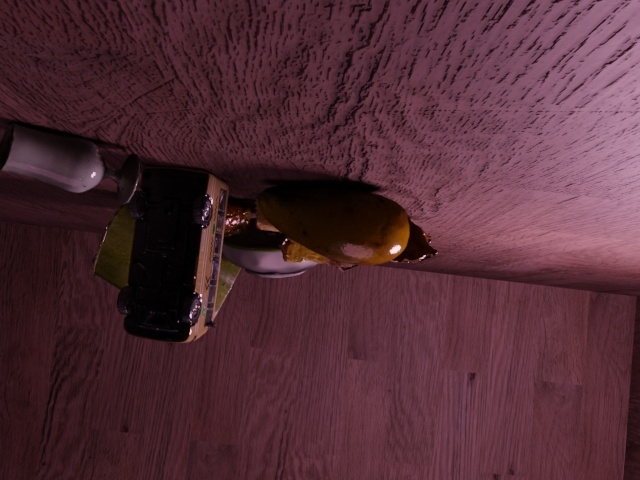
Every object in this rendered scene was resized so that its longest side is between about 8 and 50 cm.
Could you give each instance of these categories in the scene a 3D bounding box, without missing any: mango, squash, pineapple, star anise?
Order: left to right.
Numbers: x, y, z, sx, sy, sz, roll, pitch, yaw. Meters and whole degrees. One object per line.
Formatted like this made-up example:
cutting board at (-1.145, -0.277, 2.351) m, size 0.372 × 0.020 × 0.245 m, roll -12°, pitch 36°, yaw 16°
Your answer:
squash at (-0.440, 0.067, 2.090) m, size 0.384 × 0.263 × 0.263 m, roll 26°, pitch 172°, yaw -6°
pineapple at (0.000, 0.000, 1.714) m, size 0.186 × 0.114 × 0.236 m, roll 15°, pitch -152°, yaw 24°
mango at (0.026, -0.035, 1.538) m, size 0.330 × 0.175 × 0.176 m, roll 4°, pitch 131°, yaw 26°
star anise at (0.147, 0.001, 1.840) m, size 0.346 × 0.148 × 0.237 m, roll -12°, pitch 161°, yaw 42°

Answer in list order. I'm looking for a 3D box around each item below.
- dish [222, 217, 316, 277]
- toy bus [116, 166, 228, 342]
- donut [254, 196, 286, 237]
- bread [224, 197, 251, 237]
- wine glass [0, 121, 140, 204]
dish at (-0.121, 0.033, 1.998) m, size 0.324 × 0.124 × 0.324 m, roll 0°, pitch -163°, yaw 0°
toy bus at (-0.306, 0.033, 1.569) m, size 0.177 × 0.365 × 0.202 m, roll 7°, pitch 177°, yaw 13°
donut at (-0.094, -0.055, 1.846) m, size 0.141 × 0.085 × 0.217 m, roll 5°, pitch 174°, yaw 12°
bread at (-0.280, -0.066, 1.867) m, size 0.172 × 0.103 × 0.132 m, roll 13°, pitch 171°, yaw -36°
wine glass at (-0.455, -0.140, 1.314) m, size 0.231 × 0.103 × 0.103 m, roll 14°, pitch 171°, yaw -36°
